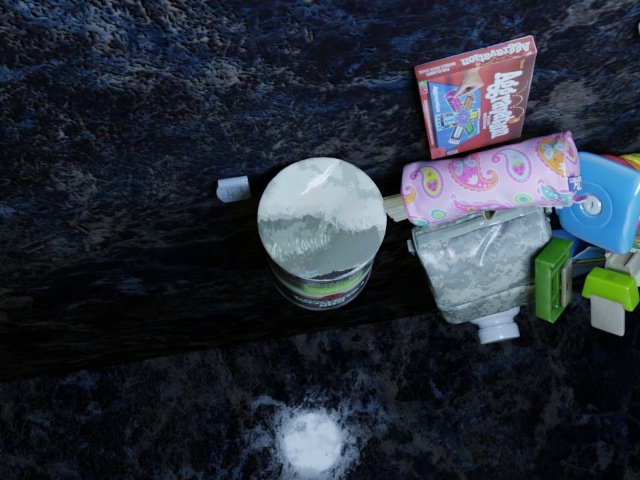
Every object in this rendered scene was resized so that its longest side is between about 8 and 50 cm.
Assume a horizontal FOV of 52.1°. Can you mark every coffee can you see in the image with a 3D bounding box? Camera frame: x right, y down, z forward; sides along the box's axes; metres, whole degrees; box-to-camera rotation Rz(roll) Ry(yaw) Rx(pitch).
[{"bbox_3d":[0.000,0.000,1.136,0.202,0.201,0.275,-9,165,-3],"label":"coffee can"}]

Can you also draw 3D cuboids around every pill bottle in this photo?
[{"bbox_3d":[0.482,0.153,1.878,0.152,0.272,0.152,-10,165,-3],"label":"pill bottle"}]

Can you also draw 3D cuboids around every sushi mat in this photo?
[{"bbox_3d":[0.273,-0.099,1.306,0.317,0.019,0.151,-16,165,20],"label":"sushi mat"}]

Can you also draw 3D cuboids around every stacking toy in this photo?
[{"bbox_3d":[0.620,-0.113,1.282,0.302,0.175,0.166,-21,-145,-28],"label":"stacking toy"}]

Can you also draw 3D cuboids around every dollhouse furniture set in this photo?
[{"bbox_3d":[0.593,0.041,1.322,0.198,0.151,0.301,19,-133,41],"label":"dollhouse furniture set"}]

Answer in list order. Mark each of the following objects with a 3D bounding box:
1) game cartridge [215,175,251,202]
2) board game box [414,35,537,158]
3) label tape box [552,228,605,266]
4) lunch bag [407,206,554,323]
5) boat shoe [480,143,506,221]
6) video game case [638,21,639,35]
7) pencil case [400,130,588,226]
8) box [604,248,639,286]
[{"bbox_3d":[-0.145,-0.085,1.086,0.056,0.017,0.083,-12,165,-5],"label":"game cartridge"},{"bbox_3d":[0.217,-0.188,0.922,0.145,0.027,0.281,-14,165,10],"label":"board game box"},{"bbox_3d":[0.734,0.028,1.905,0.249,0.115,0.348,-4,161,-24],"label":"label tape box"},{"bbox_3d":[0.367,0.021,1.447,0.305,0.212,0.256,-17,147,15],"label":"lunch bag"},{"bbox_3d":[0.315,-0.097,1.182,0.068,0.072,0.190,-8,152,7],"label":"boat shoe"},{"bbox_3d":[0.602,-0.285,0.805,0.329,0.036,0.300,-21,162,37],"label":"video game case"},{"bbox_3d":[0.276,-0.094,1.065,0.284,0.124,0.124,-8,168,27],"label":"pencil case"},{"bbox_3d":[0.815,-0.017,1.563,0.243,0.117,0.213,-18,-153,31],"label":"box"}]
